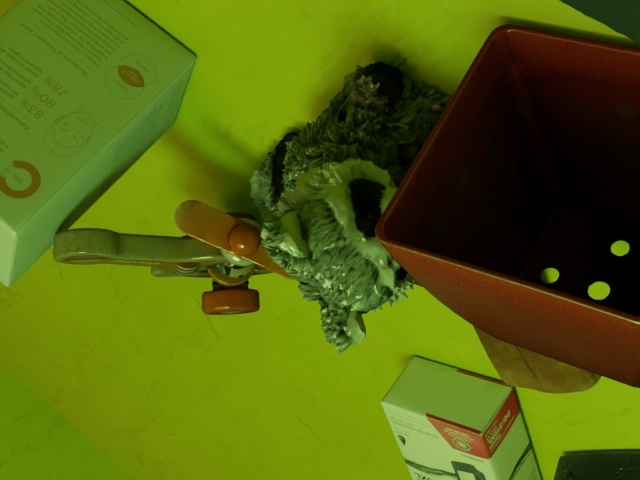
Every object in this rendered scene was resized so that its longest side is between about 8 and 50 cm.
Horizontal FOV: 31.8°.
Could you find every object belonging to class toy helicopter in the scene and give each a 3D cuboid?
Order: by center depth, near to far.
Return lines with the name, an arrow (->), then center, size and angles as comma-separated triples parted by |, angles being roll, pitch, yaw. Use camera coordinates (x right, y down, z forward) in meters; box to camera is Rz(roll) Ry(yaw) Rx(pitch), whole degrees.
toy helicopter -> -0.176, 0.017, 1.481 | 0.355, 0.140, 0.235 | 4, 169, -39

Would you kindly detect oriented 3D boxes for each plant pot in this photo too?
plant pot -> 0.251, -0.010, 1.072 | 0.267, 0.267, 0.235 | 19, 155, 30

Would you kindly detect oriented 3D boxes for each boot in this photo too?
boot -> 0.192, 0.082, 1.431 | 0.264, 0.096, 0.280 | -5, 136, 40

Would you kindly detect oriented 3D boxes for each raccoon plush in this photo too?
raccoon plush -> 0.000, 0.000, 1.286 | 0.216, 0.299, 0.446 | 43, 149, -6

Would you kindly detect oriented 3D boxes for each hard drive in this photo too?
hard drive -> 0.400, 0.364, 1.473 | 0.054, 0.172, 0.255 | 32, 156, -26

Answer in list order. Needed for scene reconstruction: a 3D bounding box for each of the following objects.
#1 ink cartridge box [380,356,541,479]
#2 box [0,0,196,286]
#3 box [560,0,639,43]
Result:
ink cartridge box -> 0.210, 0.300, 1.646 | 0.172, 0.100, 0.237 | 14, 141, 37
box -> -0.355, -0.151, 1.422 | 0.215, 0.345, 0.168 | 38, 149, 3
box -> 0.330, -0.265, 0.710 | 0.313, 0.179, 0.343 | 32, 148, 10
